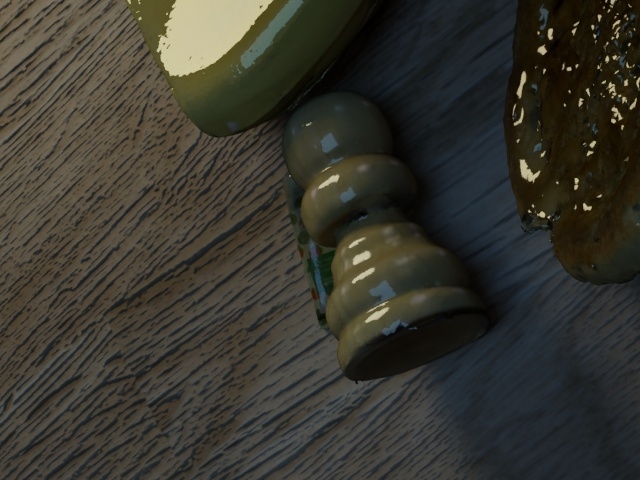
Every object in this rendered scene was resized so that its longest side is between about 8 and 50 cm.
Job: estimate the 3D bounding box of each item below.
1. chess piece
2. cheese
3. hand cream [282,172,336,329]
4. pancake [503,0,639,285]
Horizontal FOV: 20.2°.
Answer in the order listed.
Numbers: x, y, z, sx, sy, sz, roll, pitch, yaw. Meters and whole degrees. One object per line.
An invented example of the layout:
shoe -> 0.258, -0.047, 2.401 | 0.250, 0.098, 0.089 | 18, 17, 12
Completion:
chess piece -> 0.047, -0.016, 1.629 | 0.142, 0.142, 0.261 | -30, 67, 27
cheese -> -0.040, -0.261, 1.675 | 0.316, 0.128, 0.260 | -37, 64, 14
hand cream -> 0.000, 0.000, 1.710 | 0.057, 0.037, 0.165 | -19, 85, 30
pancake -> 0.238, -0.143, 1.435 | 0.382, 0.071, 0.382 | -173, 90, -70
